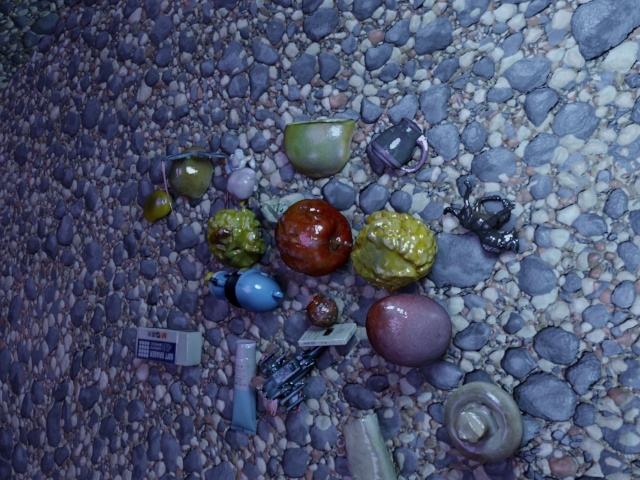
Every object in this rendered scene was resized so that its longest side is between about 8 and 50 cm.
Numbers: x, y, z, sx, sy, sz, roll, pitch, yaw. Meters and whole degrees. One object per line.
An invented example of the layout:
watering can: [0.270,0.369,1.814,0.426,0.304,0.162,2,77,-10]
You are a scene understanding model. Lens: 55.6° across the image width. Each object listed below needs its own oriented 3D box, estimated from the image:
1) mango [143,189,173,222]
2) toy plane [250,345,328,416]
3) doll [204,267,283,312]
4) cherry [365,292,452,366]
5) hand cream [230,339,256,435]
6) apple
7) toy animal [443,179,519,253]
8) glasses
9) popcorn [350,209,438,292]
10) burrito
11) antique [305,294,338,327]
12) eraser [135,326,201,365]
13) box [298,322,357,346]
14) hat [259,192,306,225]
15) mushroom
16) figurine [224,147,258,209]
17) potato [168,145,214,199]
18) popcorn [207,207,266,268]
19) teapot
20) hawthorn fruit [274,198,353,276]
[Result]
mango: [-0.635,-0.129,2.349,0.161,0.076,0.103,-39,72,33]
toy plane: [-0.080,0.402,1.904,0.326,0.104,0.223,-46,62,21]
doll: [-0.246,0.158,2.000,0.314,0.177,0.141,9,76,37]
cherry: [0.228,0.245,1.641,0.239,0.239,0.205,8,97,34]
hand cream: [-0.251,0.496,2.045,0.111,0.070,0.312,5,96,32]
apple: [-0.023,-0.294,1.937,0.265,0.120,0.193,7,100,36]
toy animal: [0.436,-0.058,1.623,0.233,0.085,0.148,32,104,28]
glasses: [-0.443,-0.192,2.170,0.118,0.234,0.268,-150,56,-73]
popcorn: [0.199,0.027,1.717,0.250,0.190,0.250,5,100,30]
burrito: [0.146,0.651,1.730,0.143,0.105,0.299,-25,72,39]
antique: [0.008,0.222,1.869,0.104,0.104,0.104,-4,83,33]
eraser: [-0.562,0.388,2.239,0.279,0.081,0.124,-1,84,34]
box: [0.022,0.290,1.859,0.167,0.090,0.024,-9,111,33]
hat: [-0.120,-0.105,2.014,0.166,0.081,0.122,-20,34,15]
mushroom: [0.400,0.461,1.523,0.204,0.204,0.204,-4,83,33]
figurine: [-0.275,-0.218,2.101,0.137,0.112,0.228,-33,58,32]
potato: [-0.500,-0.258,2.250,0.182,0.117,0.202,29,102,35]
popcorn: [-0.281,-0.008,2.049,0.189,0.218,0.169,-15,32,16]
teapot: [0.237,-0.279,1.763,0.146,0.116,0.148,-48,57,9]
hawthorn fruit: [0.000,0.000,1.805,0.272,0.242,0.241,20,96,50]
